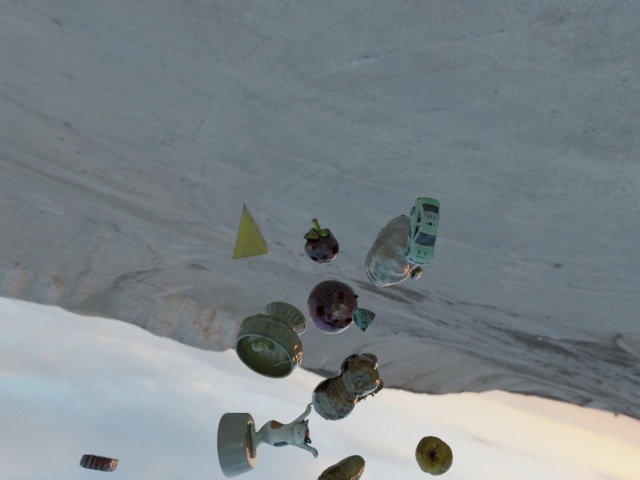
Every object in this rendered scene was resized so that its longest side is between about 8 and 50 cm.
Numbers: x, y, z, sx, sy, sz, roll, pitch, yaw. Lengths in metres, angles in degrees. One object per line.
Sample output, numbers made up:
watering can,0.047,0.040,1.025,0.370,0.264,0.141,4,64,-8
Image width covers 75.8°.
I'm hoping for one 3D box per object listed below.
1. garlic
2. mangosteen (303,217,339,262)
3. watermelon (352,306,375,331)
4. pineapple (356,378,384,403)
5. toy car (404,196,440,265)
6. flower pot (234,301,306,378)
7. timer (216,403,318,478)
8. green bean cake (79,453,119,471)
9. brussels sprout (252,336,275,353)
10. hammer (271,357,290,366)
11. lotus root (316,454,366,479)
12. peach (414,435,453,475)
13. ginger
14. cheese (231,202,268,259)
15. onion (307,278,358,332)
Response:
garlic,0.315,0.048,1.710,0.241,0.321,0.322,12,170,14
mangosteen,0.010,0.006,1.711,0.146,0.181,0.156,13,-171,17
watermelon,0.157,0.284,1.520,0.092,0.084,0.072,51,-158,25
pineapple,0.203,0.686,1.993,0.158,0.161,0.335,-31,162,29
toy car,0.337,-0.031,1.332,0.090,0.223,0.076,12,170,-10
flower pot,-0.201,0.417,1.790,0.308,0.244,0.307,11,127,14
timer,-0.147,0.573,1.200,0.267,0.175,0.175,-11,169,2
green bean cake,-0.969,0.977,1.802,0.136,0.056,0.135,12,149,-3
brussels sprout,-0.187,0.349,1.373,0.084,0.050,0.046,4,170,20
hammer,-0.138,0.419,1.409,0.014,0.029,0.123,59,-167,15
lotus root,0.086,0.890,1.555,0.259,0.109,0.097,-5,-161,-45
peach,0.544,1.035,1.975,0.180,0.179,0.103,14,152,32
ginger,0.093,0.557,1.593,0.152,0.357,0.274,44,-167,1
cheese,-0.255,-0.037,1.423,0.127,0.170,0.093,-8,-156,-3
onion,0.058,0.335,2.094,0.277,0.275,0.276,19,172,3
